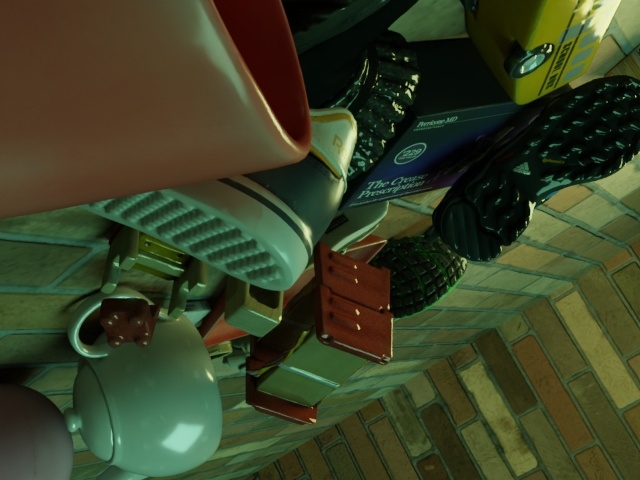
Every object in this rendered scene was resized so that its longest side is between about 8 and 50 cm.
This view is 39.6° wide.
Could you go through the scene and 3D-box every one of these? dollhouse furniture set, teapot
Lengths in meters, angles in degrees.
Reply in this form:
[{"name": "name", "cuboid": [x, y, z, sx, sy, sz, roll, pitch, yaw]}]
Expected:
[{"name": "dollhouse furniture set", "cuboid": [-0.108, 0.082, 1.130, 0.374, 0.152, 0.201, 24, 133, -24]}, {"name": "teapot", "cuboid": [-0.262, 0.216, 1.231, 0.187, 0.256, 0.252, -11, 164, -30]}]

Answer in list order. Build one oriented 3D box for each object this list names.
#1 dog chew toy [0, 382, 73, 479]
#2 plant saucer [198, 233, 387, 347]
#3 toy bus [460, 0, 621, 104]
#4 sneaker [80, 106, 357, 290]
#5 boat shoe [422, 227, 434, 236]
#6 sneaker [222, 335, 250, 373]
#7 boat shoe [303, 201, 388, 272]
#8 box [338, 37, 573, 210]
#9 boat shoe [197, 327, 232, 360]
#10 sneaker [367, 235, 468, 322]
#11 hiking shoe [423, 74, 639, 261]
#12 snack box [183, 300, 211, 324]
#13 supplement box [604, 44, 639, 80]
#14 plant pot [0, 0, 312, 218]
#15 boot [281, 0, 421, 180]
[{"name": "dog chew toy", "cuboid": [-0.502, 0.297, 1.174, 0.332, 0.206, 0.206, 4, 144, -45]}, {"name": "plant saucer", "cuboid": [-0.057, 0.071, 1.414, 0.258, 0.048, 0.259, -14, 158, -36]}, {"name": "toy bus", "cuboid": [0.219, -0.256, 0.835, 0.130, 0.108, 0.333, -26, 161, -8]}, {"name": "sneaker", "cuboid": [-0.125, -0.084, 0.611, 0.127, 0.321, 0.126, -58, 163, -23]}, {"name": "boat shoe", "cuboid": [0.205, 0.042, 1.656, 0.080, 0.076, 0.228, -11, 155, -41]}, {"name": "sneaker", "cuboid": [-0.094, 0.200, 1.546, 0.121, 0.099, 0.262, -7, 174, -28]}, {"name": "boat shoe", "cuboid": [0.000, 0.000, 1.258, 0.219, 0.078, 0.070, -26, 160, -10]}, {"name": "box", "cuboid": [0.140, -0.142, 1.046, 0.261, 0.103, 0.184, -14, 155, -36]}, {"name": "boat shoe", "cuboid": [-0.234, 0.210, 1.493, 0.190, 0.072, 0.068, -32, 161, 13]}, {"name": "sneaker", "cuboid": [0.126, 0.085, 1.622, 0.343, 0.134, 0.146, -30, 170, 35]}, {"name": "hiking shoe", "cuboid": [0.252, -0.097, 1.051, 0.304, 0.113, 0.132, -34, -167, -5]}, {"name": "snack box", "cuboid": [-0.249, 0.148, 1.388, 0.178, 0.022, 0.064, -39, 160, 29]}, {"name": "supplement box", "cuboid": [0.471, -0.246, 1.289, 0.036, 0.062, 0.098, -8, 153, -42]}, {"name": "plant pot", "cuboid": [-0.163, -0.128, 0.436, 0.243, 0.275, 0.275, -20, 163, 8]}, {"name": "boot", "cuboid": [0.024, -0.171, 0.743, 0.348, 0.131, 0.260, -28, 158, 36]}]
